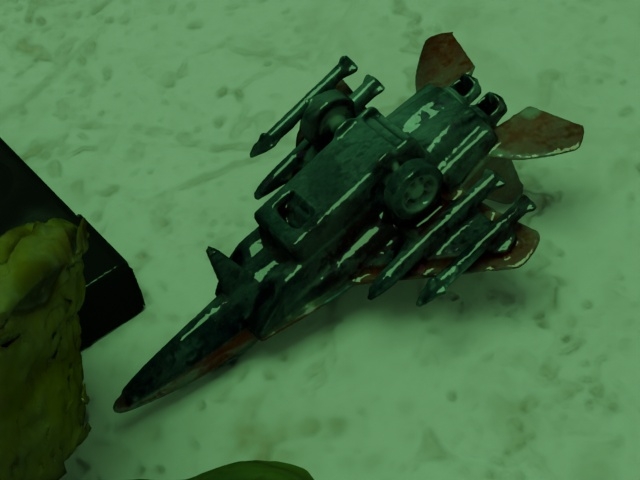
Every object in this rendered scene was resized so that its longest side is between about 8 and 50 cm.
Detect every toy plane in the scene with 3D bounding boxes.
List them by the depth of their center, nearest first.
[{"bbox_3d":[-0.001,-0.005,1.189,0.326,0.104,0.223,-34,49,-16],"label":"toy plane"}]

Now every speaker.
[{"bbox_3d":[-0.209,-0.006,1.289,0.082,0.044,0.218,-33,48,-16],"label":"speaker"}]

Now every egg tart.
[{"bbox_3d":[-0.239,0.118,1.064,0.345,0.132,0.345,-37,8,6],"label":"egg tart"}]

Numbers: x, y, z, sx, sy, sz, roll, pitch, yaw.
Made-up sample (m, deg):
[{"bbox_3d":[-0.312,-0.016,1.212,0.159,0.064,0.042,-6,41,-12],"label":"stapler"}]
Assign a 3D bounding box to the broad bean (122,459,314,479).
[{"bbox_3d":[-0.088,0.228,0.986,0.238,0.119,0.291,33,65,27],"label":"broad bean"}]
